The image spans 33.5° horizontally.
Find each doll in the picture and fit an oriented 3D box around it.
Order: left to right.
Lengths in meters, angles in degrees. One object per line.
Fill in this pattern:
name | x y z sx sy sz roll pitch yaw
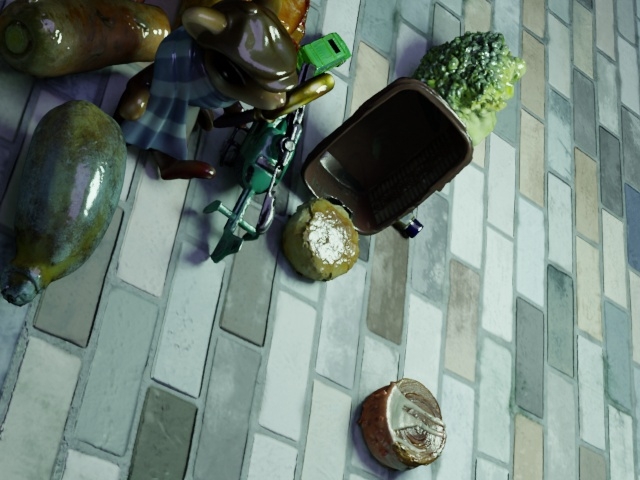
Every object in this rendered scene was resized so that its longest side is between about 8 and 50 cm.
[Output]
doll | -0.176 -0.234 1.688 0.318 0.340 0.209 -8 67 -55

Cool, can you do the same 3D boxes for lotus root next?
lotus root | -0.363 -0.049 1.526 0.140 0.158 0.322 12 63 -9

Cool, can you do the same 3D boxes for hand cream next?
hand cream | 0.138 -0.074 2.094 0.163 0.039 0.062 48 46 -5

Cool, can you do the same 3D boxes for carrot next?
carrot | -0.377 -0.325 1.684 0.302 0.139 0.138 -10 76 -55

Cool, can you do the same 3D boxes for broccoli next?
broccoli | 0.317 -0.304 2.267 0.245 0.288 0.248 51 4 -31

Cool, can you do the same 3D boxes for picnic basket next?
picnic basket | 0.124 -0.168 1.955 0.222 0.297 0.129 44 21 -18

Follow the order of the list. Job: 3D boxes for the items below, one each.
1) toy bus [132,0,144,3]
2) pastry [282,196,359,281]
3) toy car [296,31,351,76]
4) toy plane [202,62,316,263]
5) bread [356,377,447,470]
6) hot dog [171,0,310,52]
toy bus | -0.316 -0.446 1.871 0.043 0.031 0.110 34 49 -17
pastry | 0.003 0.001 1.891 0.153 0.081 0.153 19 57 -33
toy car | 0.005 -0.368 2.102 0.165 0.062 0.071 -35 94 -47
toy plane | -0.104 -0.123 1.814 0.106 0.155 0.381 37 65 -24
bread | 0.144 0.321 1.859 0.160 0.073 0.160 18 61 -36
hot dog | -0.124 -0.448 1.938 0.223 0.185 0.405 30 52 -27
